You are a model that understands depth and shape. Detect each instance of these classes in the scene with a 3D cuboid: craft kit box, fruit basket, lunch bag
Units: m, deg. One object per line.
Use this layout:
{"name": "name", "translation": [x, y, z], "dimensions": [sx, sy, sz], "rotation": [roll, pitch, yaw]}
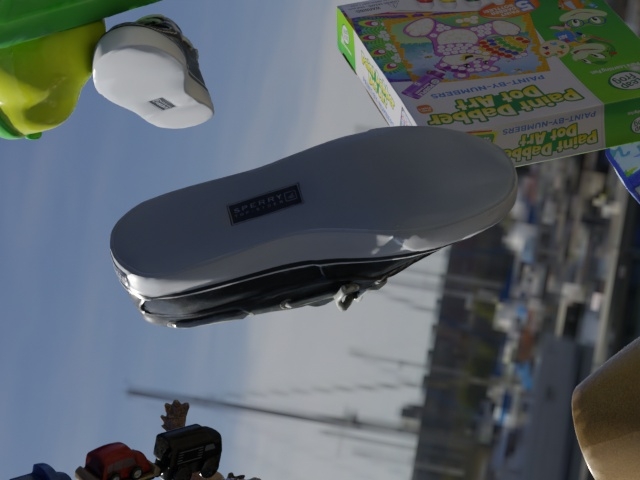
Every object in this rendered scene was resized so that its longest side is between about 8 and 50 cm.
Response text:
{"name": "craft kit box", "translation": [0.168, -0.159, 1.534], "dimensions": [0.246, 0.250, 0.061], "rotation": [-117, 20, -47]}
{"name": "fruit basket", "translation": [-0.332, -0.309, 1.888], "dimensions": [0.392, 0.283, 0.392], "rotation": [-39, -9, -8]}
{"name": "lunch bag", "translation": [0.378, -0.097, 1.784], "dimensions": [0.129, 0.096, 0.151], "rotation": [-36, 0, 11]}

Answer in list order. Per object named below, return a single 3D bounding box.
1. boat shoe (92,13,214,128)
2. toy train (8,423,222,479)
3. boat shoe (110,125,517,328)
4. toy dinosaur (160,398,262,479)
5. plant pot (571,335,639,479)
{"name": "boat shoe", "translation": [-0.198, -0.218, 1.972], "dimensions": [0.301, 0.108, 0.102], "rotation": [35, -138, -73]}
{"name": "toy train", "translation": [-0.119, 0.135, 0.961], "dimensions": [0.158, 0.027, 0.036], "rotation": [-13, -56, -42]}
{"name": "boat shoe", "translation": [0.000, 0.003, 1.260], "dimensions": [0.105, 0.306, 0.113], "rotation": [74, 179, -50]}
{"name": "toy dinosaur", "translation": [-0.126, 0.295, 1.576], "dimensions": [0.295, 0.127, 0.200], "rotation": [-57, 22, 23]}
{"name": "plant pot", "translation": [0.383, 0.159, 1.611], "dimensions": [0.237, 0.254, 0.237], "rotation": [46, -149, -40]}
